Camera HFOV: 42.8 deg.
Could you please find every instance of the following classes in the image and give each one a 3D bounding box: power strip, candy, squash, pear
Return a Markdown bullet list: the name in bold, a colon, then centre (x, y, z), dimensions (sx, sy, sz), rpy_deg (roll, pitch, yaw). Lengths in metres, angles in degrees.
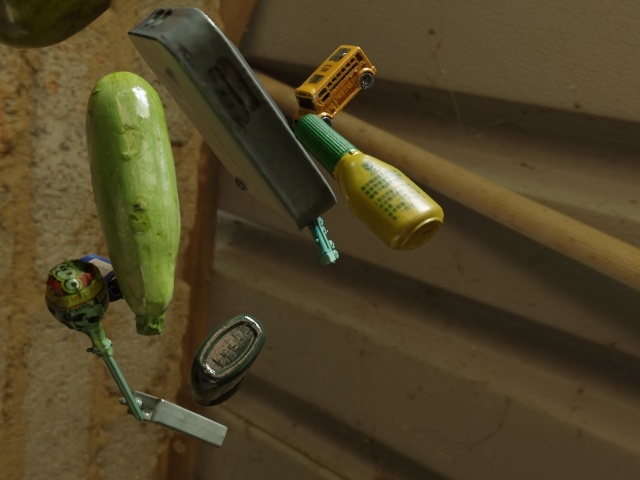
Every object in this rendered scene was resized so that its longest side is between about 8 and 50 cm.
- **power strip**: centre (-0.312, 0.369, 1.701), dimensions (0.093, 0.288, 0.053), rpy_deg (9, -110, 35)
- **candy**: centre (-0.311, 0.153, 1.173), dimensions (0.091, 0.083, 0.305), rpy_deg (50, -20, 50)
- **squash**: centre (-0.249, -0.058, 1.107), dimensions (0.118, 0.118, 0.371), rpy_deg (-25, -111, 43)
- **pear**: centre (-0.589, -0.555, 1.736), dimensions (0.287, 0.375, 0.287), rpy_deg (172, -90, -67)

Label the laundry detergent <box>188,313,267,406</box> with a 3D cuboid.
- **laundry detergent**: centre (-0.148, 0.199, 1.282), dimensions (0.078, 0.144, 0.222), rpy_deg (40, -24, 10)

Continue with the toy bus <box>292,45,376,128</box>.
- **toy bus**: centre (0.014, -0.248, 1.355), dimensions (0.162, 0.074, 0.069), rpy_deg (-48, -144, -15)

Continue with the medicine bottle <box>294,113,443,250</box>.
- **medicine bottle**: centre (0.055, -0.088, 1.125), dimensions (0.260, 0.095, 0.064), rpy_deg (46, -26, 29)

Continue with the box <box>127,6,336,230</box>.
- **box**: centre (-0.162, -0.221, 1.427), dimensions (0.396, 0.111, 0.396), rpy_deg (55, -8, -26)

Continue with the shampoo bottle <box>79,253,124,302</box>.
- **shampoo bottle**: centre (-0.420, 0.076, 1.589), dimensions (0.183, 0.087, 0.050), rpy_deg (15, -44, 43)

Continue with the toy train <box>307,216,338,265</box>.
- **toy train**: centre (0.000, 0.000, 1.401), dimensions (0.029, 0.045, 0.092), rpy_deg (-23, -87, 23)
